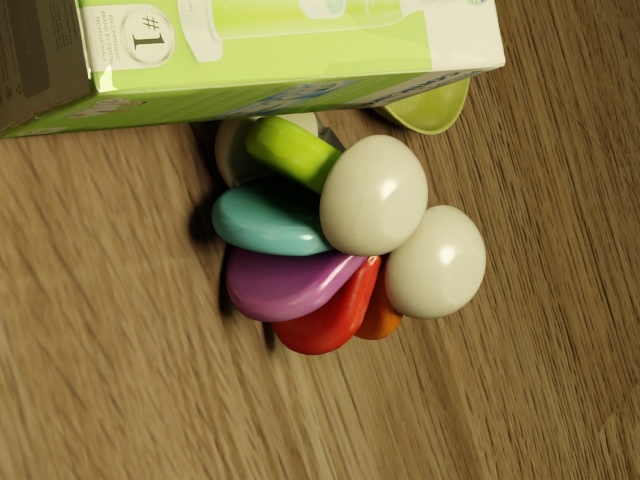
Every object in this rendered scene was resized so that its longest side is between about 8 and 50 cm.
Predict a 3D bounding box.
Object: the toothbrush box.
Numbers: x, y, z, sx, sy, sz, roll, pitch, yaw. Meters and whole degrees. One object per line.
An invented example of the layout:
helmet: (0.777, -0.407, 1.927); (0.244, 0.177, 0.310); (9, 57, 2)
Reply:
toothbrush box: (-0.052, -0.177, 1.077); (0.283, 0.122, 0.206); (-9, 86, -36)

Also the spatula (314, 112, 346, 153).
spatula: (-0.003, -0.094, 1.331); (0.296, 0.030, 0.084); (61, 30, -28)

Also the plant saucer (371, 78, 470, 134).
plant saucer: (0.045, -0.194, 1.453); (0.241, 0.037, 0.241); (33, 51, -53)

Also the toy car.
toy car: (0.000, 0.000, 1.210); (0.136, 0.159, 0.182); (-53, 136, -8)
